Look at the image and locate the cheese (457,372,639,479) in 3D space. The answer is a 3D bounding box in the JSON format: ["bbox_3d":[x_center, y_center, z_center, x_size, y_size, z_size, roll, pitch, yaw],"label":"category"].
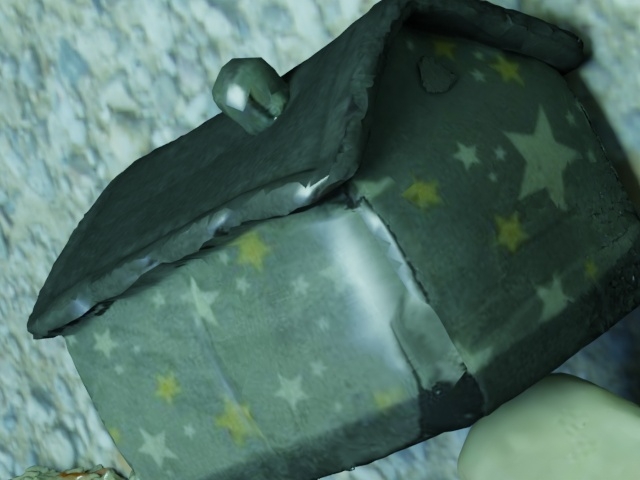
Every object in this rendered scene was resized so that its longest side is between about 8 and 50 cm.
[{"bbox_3d":[0.175,0.141,0.739,0.263,0.093,0.159,27,167,34],"label":"cheese"}]

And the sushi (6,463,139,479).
[{"bbox_3d":[-0.127,0.170,1.072,0.150,0.090,0.078,7,118,40],"label":"sushi"}]

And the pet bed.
[{"bbox_3d":[0.000,0.000,0.799,0.211,0.183,0.159,-24,95,46],"label":"pet bed"}]
